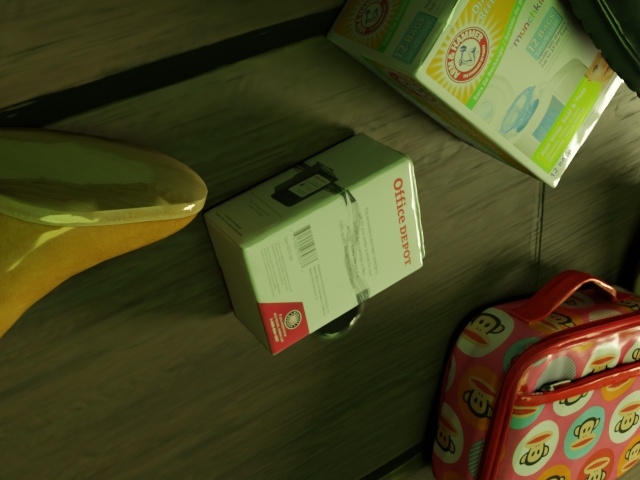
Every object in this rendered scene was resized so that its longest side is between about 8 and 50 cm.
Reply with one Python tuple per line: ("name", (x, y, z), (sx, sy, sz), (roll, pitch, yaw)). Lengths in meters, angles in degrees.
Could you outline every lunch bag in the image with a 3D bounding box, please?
("lunch bag", (0.265, 0.154, 0.910), (0.293, 0.120, 0.258), (-8, 116, -34))

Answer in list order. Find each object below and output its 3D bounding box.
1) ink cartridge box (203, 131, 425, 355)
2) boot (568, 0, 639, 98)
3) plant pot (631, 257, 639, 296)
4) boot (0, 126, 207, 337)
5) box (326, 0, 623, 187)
("ink cartridge box", (0.000, 0.000, 0.640), (0.150, 0.063, 0.109), (-29, 130, -22))
("boot", (0.259, -0.211, 0.533), (0.207, 0.094, 0.246), (-25, 131, 34))
("plant pot", (0.493, 0.037, 0.981), (0.110, 0.237, 0.237), (-67, 153, -48))
("boot", (-0.218, 0.050, 0.488), (0.295, 0.104, 0.211), (-7, 125, -29))
("box", (0.122, -0.140, 0.622), (0.203, 0.103, 0.114), (27, 97, -44))
